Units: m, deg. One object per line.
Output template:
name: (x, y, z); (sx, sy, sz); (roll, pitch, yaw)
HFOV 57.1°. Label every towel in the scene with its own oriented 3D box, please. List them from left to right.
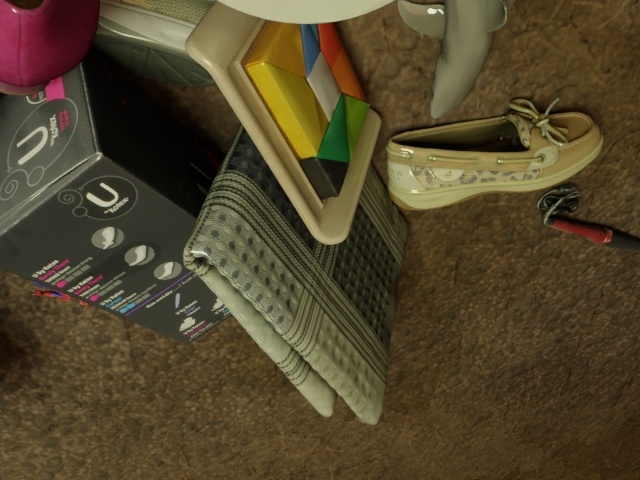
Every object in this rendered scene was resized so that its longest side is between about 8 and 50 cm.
towel: (0.000, 0.000, 0.647); (0.056, 0.312, 0.324); (-13, 133, 30)

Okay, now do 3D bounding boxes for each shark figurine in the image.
shark figurine: (0.141, -0.264, 0.608); (0.166, 0.116, 0.278); (-36, 128, 6)

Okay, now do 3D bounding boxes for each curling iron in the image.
curling iron: (0.440, -0.020, 0.917); (0.273, 0.035, 0.068); (20, 115, -28)

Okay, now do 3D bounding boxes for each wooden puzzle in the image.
wooden puzzle: (-0.010, -0.150, 0.578); (0.044, 0.221, 0.239); (-11, 132, 32)

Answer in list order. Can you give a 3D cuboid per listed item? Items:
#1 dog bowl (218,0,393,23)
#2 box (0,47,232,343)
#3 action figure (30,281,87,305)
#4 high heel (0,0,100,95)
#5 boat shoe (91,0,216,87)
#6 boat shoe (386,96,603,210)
dog bowl: (-0.011, -0.295, 0.410); (0.264, 0.104, 0.265); (-1, 141, 0)
box: (-0.179, -0.031, 0.581); (0.143, 0.165, 0.270); (-34, 145, 11)
action figure: (-0.332, 0.049, 0.718); (0.038, 0.030, 0.115); (-45, 127, 8)
high heel: (-0.195, -0.287, 0.364); (0.127, 0.181, 0.378); (-11, 98, -29)
boat shoe: (-0.227, -0.234, 0.518); (0.320, 0.118, 0.103); (14, 81, -23)
boat shoe: (0.222, -0.116, 0.737); (0.285, 0.105, 0.089); (-17, 129, -6)
